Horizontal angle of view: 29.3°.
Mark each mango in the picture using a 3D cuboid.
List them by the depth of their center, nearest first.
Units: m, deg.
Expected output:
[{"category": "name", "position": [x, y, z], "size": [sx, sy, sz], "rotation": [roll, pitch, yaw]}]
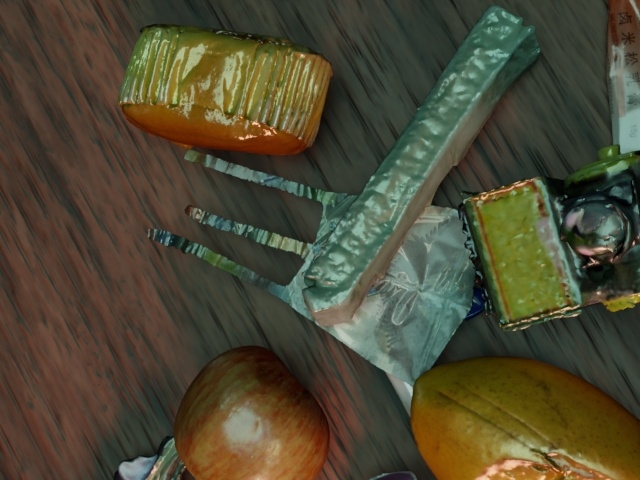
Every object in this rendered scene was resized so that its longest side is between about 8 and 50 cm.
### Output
[{"category": "mango", "position": [0.194, 0.189, 1.091], "size": [0.252, 0.126, 0.154], "rotation": [28, 93, 11]}]

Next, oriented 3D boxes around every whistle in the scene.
[{"category": "whistle", "position": [0.143, 0.056, 1.158], "size": [0.083, 0.029, 0.033], "rotation": [-24, 46, 3]}]

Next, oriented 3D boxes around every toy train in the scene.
[{"category": "toy train", "position": [0.230, 0.002, 1.037], "size": [0.177, 0.261, 0.134], "rotation": [-19, 83, 22]}]

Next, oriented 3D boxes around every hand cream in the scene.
[{"category": "hand cream", "position": [0.291, -0.153, 1.145], "size": [0.052, 0.038, 0.216], "rotation": [-6, 89, 37]}]

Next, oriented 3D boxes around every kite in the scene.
[{"category": "kite", "position": [0.000, 0.000, 1.161], "size": [0.310, 0.015, 0.169], "rotation": [26, 82, 7]}]

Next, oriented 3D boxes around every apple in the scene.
[{"category": "apple", "position": [-0.063, 0.178, 1.125], "size": [0.131, 0.146, 0.146], "rotation": [-41, 81, -6]}]

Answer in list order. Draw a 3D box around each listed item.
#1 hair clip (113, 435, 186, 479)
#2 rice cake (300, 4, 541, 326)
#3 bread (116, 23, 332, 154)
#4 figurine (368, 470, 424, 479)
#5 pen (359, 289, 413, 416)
[{"category": "hair clip", "position": [-0.206, 0.310, 1.177], "size": [0.106, 0.084, 0.292], "rotation": [33, 88, 24]}, {"category": "rice cake", "position": [0.088, -0.066, 1.129], "size": [0.063, 0.066, 0.336], "rotation": [34, 83, 19]}, {"category": "bread", "position": [-0.091, -0.136, 1.156], "size": [0.190, 0.132, 0.114], "rotation": [14, 88, 14]}, {"category": "figurine", "position": [0.075, 0.295, 1.136], "size": [0.095, 0.115, 0.156], "rotation": [-31, 103, -26]}, {"category": "pen", "position": [0.080, 0.128, 1.162], "size": [0.033, 0.033, 0.269], "rotation": [-30, 83, 7]}]
